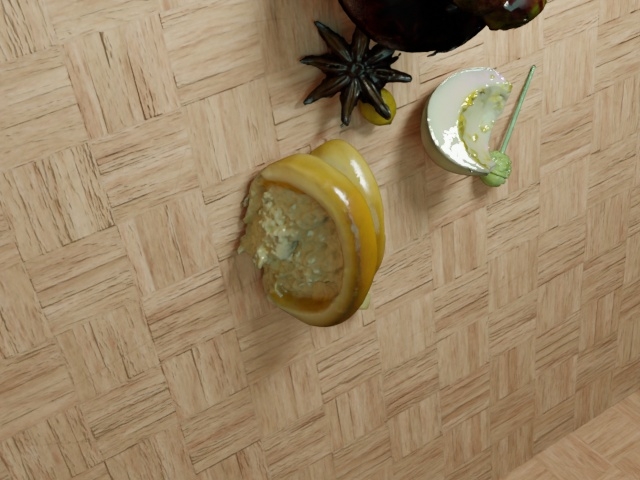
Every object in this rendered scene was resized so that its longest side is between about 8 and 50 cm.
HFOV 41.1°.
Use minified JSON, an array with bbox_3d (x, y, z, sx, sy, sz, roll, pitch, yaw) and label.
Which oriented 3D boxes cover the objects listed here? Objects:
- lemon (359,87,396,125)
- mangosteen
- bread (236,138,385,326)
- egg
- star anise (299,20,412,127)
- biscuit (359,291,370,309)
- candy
[{"bbox_3d":[0.131,-0.313,1.971,0.082,0.082,0.111,-44,133,-5],"label":"lemon"},{"bbox_3d":[0.231,-0.556,1.669,0.381,0.421,0.381,13,76,-62],"label":"mangosteen"},{"bbox_3d":[-0.013,-0.012,1.979,0.245,0.328,0.424,-59,152,-54],"label":"bread"},{"bbox_3d":[0.338,-0.275,2.090,0.206,0.162,0.271,10,76,-6],"label":"egg"},{"bbox_3d":[0.074,-0.384,1.888,0.271,0.102,0.272,-2,108,-5],"label":"star anise"},{"bbox_3d":[0.048,0.145,2.202,0.188,0.052,0.056,8,95,-39],"label":"biscuit"},{"bbox_3d":[0.506,-0.302,2.258,0.093,0.092,0.336,17,98,-28],"label":"candy"}]
